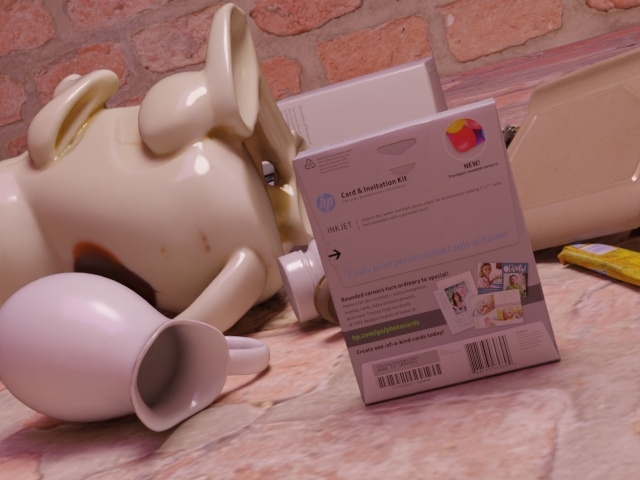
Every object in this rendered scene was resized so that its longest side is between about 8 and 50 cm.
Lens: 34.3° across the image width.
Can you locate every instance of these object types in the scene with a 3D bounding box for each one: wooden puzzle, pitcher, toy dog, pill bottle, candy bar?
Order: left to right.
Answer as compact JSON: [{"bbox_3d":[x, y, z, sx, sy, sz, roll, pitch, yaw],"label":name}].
[{"bbox_3d":[-0.230,-0.011,1.152,0.407,0.284,0.396,-13,56,15],"label":"toy dog"},{"bbox_3d":[-0.163,0.094,0.883,0.207,0.126,0.177,6,3,37],"label":"pitcher"},{"bbox_3d":[0.034,0.025,0.974,0.137,0.078,0.078,-19,12,-9],"label":"pill bottle"},{"bbox_3d":[0.257,-0.084,1.001,0.221,0.044,0.239,-16,37,50],"label":"wooden puzzle"},{"bbox_3d":[0.247,0.020,0.854,0.040,0.018,0.161,-16,11,-12],"label":"candy bar"}]

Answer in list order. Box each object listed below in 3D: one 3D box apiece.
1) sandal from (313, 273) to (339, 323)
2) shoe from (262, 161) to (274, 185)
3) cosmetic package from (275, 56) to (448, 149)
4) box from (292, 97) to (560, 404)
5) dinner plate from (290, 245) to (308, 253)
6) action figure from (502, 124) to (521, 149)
[{"bbox_3d":[0.082,0.033,0.914,0.180,0.072,0.049,-21,28,-12],"label":"sandal"},{"bbox_3d":[-0.096,-0.083,1.404,0.178,0.064,0.081,-17,9,-25],"label":"shoe"},{"bbox_3d":[0.031,-0.189,1.767,0.365,0.155,0.197,-15,10,12],"label":"cosmetic package"},{"bbox_3d":[0.075,0.010,0.729,0.145,0.186,0.038,-15,12,9],"label":"box"},{"bbox_3d":[0.000,0.000,1.203,0.141,0.017,0.141,-24,29,14],"label":"dinner plate"},{"bbox_3d":[0.295,-0.143,1.437,0.137,0.064,0.232,-25,11,-22],"label":"action figure"}]
